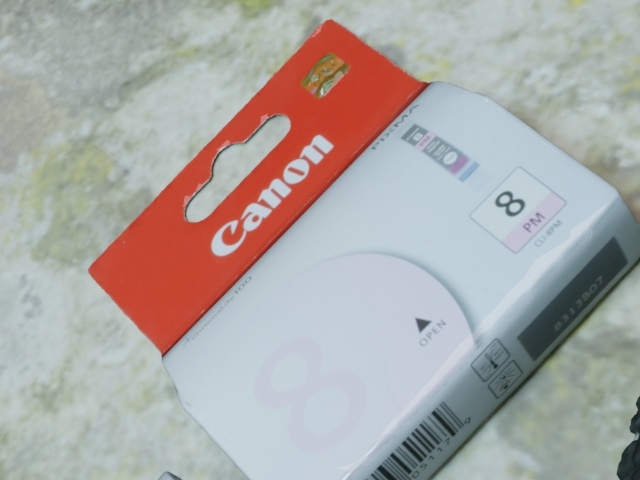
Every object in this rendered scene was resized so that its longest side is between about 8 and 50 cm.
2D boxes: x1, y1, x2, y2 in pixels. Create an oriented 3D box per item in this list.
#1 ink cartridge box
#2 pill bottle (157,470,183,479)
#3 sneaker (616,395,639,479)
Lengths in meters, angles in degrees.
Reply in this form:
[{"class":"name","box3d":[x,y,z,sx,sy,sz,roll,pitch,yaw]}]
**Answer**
[{"class":"ink cartridge box","box3d":[0.000,0.000,0.686,0.189,0.066,0.232,-46,55,-3]},{"class":"pill bottle","box3d":[-0.080,0.166,0.612,0.078,0.078,0.137,34,81,38]},{"class":"sneaker","box3d":[0.253,-0.007,0.520,0.182,0.158,0.410,33,66,3]}]
